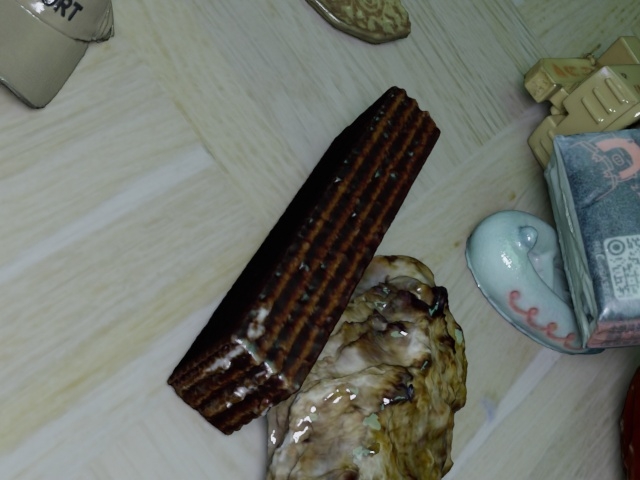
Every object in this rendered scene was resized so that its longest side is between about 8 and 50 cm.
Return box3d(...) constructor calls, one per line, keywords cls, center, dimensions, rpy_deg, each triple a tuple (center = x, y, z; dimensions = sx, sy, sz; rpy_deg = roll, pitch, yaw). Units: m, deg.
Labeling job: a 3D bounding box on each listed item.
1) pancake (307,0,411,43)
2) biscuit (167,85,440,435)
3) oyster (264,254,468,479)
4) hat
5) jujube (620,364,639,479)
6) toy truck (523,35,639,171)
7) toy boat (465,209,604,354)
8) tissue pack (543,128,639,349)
box3d(cls="pancake", center=(0.033, -0.329, 1.194), dimensions=(0.212, 0.029, 0.235), rpy_deg=(37, 45, -19))
box3d(cls="biscuit", center=(0.000, 0.000, 0.901), dimensions=(0.073, 0.107, 0.388), rpy_deg=(43, 44, -10))
box3d(cls="oyster", center=(0.055, 0.179, 0.830), dimensions=(0.204, 0.111, 0.396), rpy_deg=(53, 39, -20))
box3d(cls="hat", center=(-0.226, -0.193, 0.833), dimensions=(0.147, 0.085, 0.175), rpy_deg=(31, 46, -26))
box3d(cls="jujube", center=(0.421, 0.242, 1.061), dimensions=(0.223, 0.223, 0.318), rpy_deg=(35, 49, -21))
box3d(cls="toy truck", center=(0.439, -0.151, 1.351), dimensions=(0.405, 0.180, 0.254), rpy_deg=(-16, 69, -43))
box3d(cls="toy boat", center=(0.252, 0.040, 1.132), dimensions=(0.207, 0.079, 0.134), rpy_deg=(35, 49, -23))
box3d(cls="tissue pack", center=(0.412, -0.013, 1.074), dimensions=(0.315, 0.103, 0.228), rpy_deg=(-5, 63, -2))
